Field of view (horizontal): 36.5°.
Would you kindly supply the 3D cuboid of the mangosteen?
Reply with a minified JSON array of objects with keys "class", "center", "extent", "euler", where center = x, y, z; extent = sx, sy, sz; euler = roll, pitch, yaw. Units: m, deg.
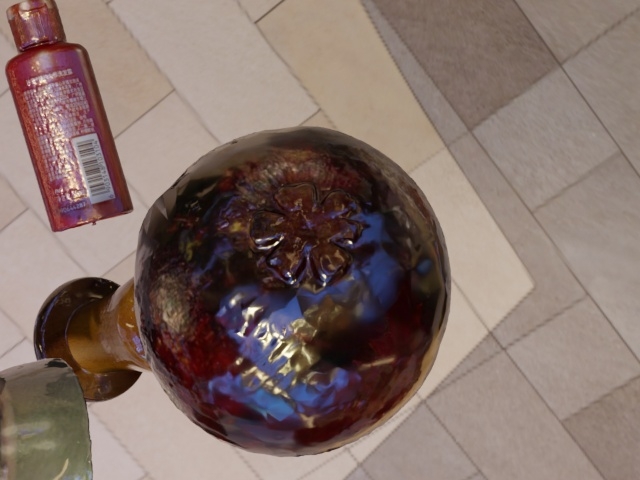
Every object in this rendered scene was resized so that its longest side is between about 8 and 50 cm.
[{"class":"mangosteen","center":[-0.030,0.046,0.886],"extent":[0.297,0.293,0.297],"euler":[3,80,-20]}]

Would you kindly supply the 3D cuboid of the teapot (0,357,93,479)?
[{"class":"teapot","center":[-0.342,0.139,0.610],"extent":[0.344,0.300,0.253],"euler":[10,146,-33]}]

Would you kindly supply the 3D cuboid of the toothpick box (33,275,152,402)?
[{"class":"toothpick box","center":[-0.287,0.131,1.418],"extent":[0.294,0.192,0.192],"euler":[-18,108,43]}]

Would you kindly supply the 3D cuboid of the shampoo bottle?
[{"class":"shampoo bottle","center":[-0.356,-0.171,1.339],"extent":[0.118,0.076,0.314],"euler":[-17,92,-4]}]
